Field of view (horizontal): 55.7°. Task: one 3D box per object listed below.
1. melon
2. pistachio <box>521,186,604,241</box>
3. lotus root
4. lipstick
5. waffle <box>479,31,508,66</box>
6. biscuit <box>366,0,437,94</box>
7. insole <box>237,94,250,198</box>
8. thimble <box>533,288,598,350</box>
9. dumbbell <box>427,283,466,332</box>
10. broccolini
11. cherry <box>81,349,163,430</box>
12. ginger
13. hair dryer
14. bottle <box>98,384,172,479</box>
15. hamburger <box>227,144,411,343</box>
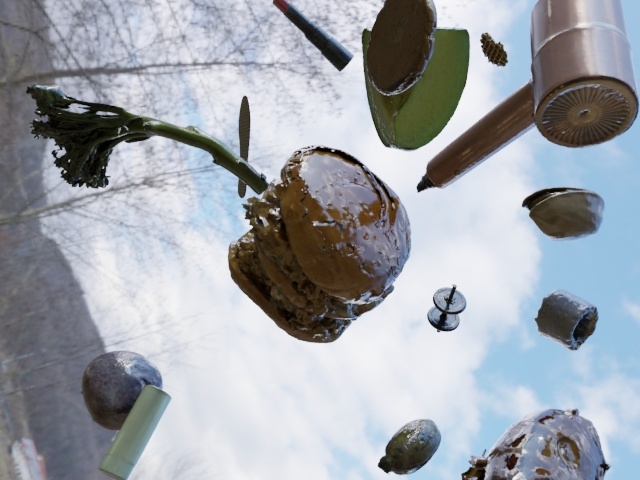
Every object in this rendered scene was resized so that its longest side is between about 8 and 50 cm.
[{"bbox_3d":[0.245,-0.437,1.731,0.331,0.226,0.343,10,-70,19],"label":"melon"},{"bbox_3d":[0.631,-0.071,1.566,0.137,0.238,0.153,-113,-150,-53],"label":"pistachio"},{"bbox_3d":[0.116,0.268,0.778,0.049,0.099,0.054,23,-50,47],"label":"lotus root"},{"bbox_3d":[-0.020,-0.503,1.444,0.234,0.053,0.053,41,-28,-16],"label":"lipstick"},{"bbox_3d":[0.387,-0.422,1.349,0.085,0.016,0.078,52,-7,45],"label":"waffle"},{"bbox_3d":[0.164,-0.406,1.237,0.226,0.042,0.225,-12,-104,62],"label":"biscuit"},{"bbox_3d":[-0.189,-0.228,1.486,0.086,0.005,0.253,17,-74,63],"label":"insole"},{"bbox_3d":[0.654,0.209,1.612,0.118,0.127,0.151,33,-30,44],"label":"thimble"},{"bbox_3d":[0.255,0.140,1.227,0.069,0.069,0.147,50,-31,34],"label":"dumbbell"},{"bbox_3d":[-0.187,-0.080,0.659,0.272,0.062,0.123,18,-38,5],"label":"broccolini"},{"bbox_3d":[-0.487,0.358,1.483,0.195,0.195,0.195,29,-54,50],"label":"cherry"},{"bbox_3d":[0.336,0.437,1.059,0.254,0.418,0.176,-34,-94,48],"label":"ginger"},{"bbox_3d":[0.229,-0.160,0.774,0.344,0.107,0.189,-37,-145,49],"label":"hair dryer"},{"bbox_3d":[-0.410,0.428,1.349,0.072,0.201,0.072,18,-33,12],"label":"bottle"},{"bbox_3d":[-0.004,0.010,0.844,0.211,0.261,0.245,-44,-141,38],"label":"hamburger"}]
